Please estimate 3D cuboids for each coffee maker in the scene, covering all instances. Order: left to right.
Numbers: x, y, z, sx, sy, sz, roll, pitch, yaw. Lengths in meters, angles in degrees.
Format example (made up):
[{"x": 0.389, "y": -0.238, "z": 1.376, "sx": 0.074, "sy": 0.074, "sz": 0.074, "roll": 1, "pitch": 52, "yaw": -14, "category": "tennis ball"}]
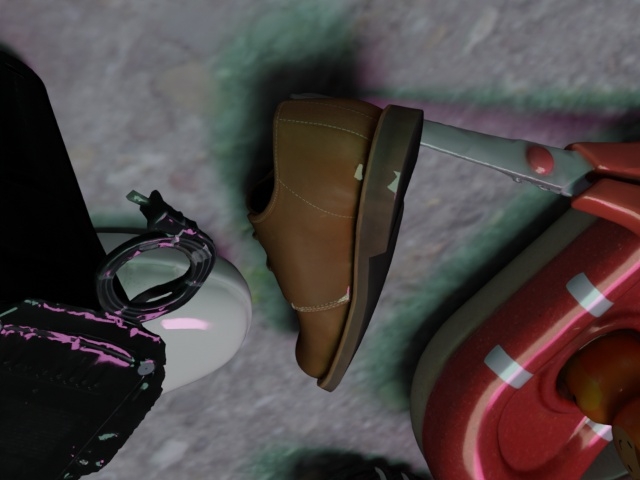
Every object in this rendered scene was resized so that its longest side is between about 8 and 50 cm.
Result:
[{"x": -0.130, "y": 0.000, "z": 0.615, "sx": 0.171, "sy": 0.178, "sz": 0.120, "roll": -32, "pitch": 141, "yaw": 5, "category": "coffee maker"}]

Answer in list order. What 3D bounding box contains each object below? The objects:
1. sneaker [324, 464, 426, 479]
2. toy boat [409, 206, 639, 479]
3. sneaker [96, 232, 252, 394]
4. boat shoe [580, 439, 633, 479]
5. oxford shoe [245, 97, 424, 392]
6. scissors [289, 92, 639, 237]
[{"x": 0.054, "y": 0.243, "z": 1.037, "sx": 0.162, "sy": 0.106, "sz": 0.281, "roll": -45, "pitch": 139, "yaw": 21, "category": "sneaker"}, {"x": 0.165, "y": 0.084, "z": 0.902, "sx": 0.231, "sy": 0.151, "sz": 0.151, "roll": -44, "pitch": 138, "yaw": 15, "category": "toy boat"}, {"x": -0.153, "y": 0.077, "z": 0.726, "sx": 0.290, "sy": 0.123, "sz": 0.106, "roll": -9, "pitch": 133, "yaw": -26, "category": "sneaker"}, {"x": 0.272, "y": 0.121, "z": 1.046, "sx": 0.302, "sy": 0.114, "sz": 0.091, "roll": -14, "pitch": 138, "yaw": -1, "category": "boat shoe"}, {"x": 0.000, "y": 0.000, "z": 0.794, "sx": 0.076, "sy": 0.076, "sz": 0.212, "roll": 15, "pitch": 142, "yaw": 6, "category": "oxford shoe"}, {"x": 0.126, "y": -0.027, "z": 0.803, "sx": 0.297, "sy": 0.109, "sz": 0.021, "roll": 0, "pitch": 156, "yaw": -31, "category": "scissors"}]
